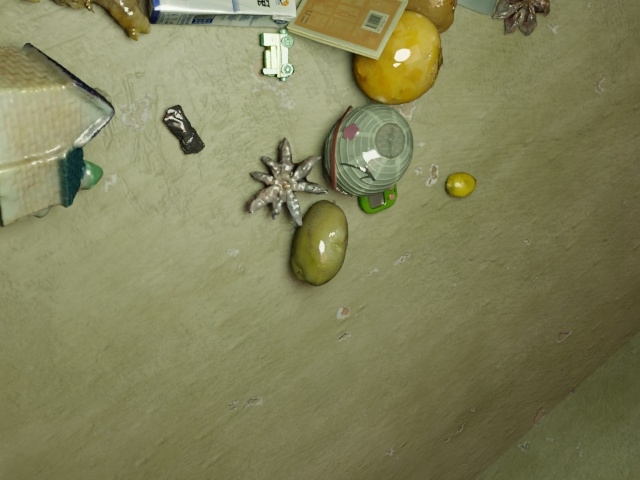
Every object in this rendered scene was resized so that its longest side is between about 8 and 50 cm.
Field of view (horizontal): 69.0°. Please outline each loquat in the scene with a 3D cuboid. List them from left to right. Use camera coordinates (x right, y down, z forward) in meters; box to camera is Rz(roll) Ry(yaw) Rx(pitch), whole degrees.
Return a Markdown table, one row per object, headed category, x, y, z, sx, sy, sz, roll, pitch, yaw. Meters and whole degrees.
| category | x | y | z | sx | sy | sz | roll | pitch | yaw |
| --- | --- | --- | --- | --- | --- | --- | --- | --- | --- |
| loquat | 0.198 | -0.467 | 1.192 | 0.235 | 0.235 | 0.234 | -9 | 112 | -24 |

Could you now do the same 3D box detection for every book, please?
| category | x | y | z | sx | sy | sz | roll | pitch | yaw |
| --- | --- | --- | --- | --- | --- | --- | --- | --- | --- |
| book | 0.062 | -0.533 | 1.104 | 0.170 | 0.242 | 0.018 | -63 | 165 | -9 |

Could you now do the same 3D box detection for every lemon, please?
| category | x | y | z | sx | sy | sz | roll | pitch | yaw |
| --- | --- | --- | --- | --- | --- | --- | --- | --- | --- |
| lemon | 0.450 | -0.180 | 1.508 | 0.111 | 0.082 | 0.082 | -8 | 111 | -20 |

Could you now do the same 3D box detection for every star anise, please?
| category | x | y | z | sx | sy | sz | roll | pitch | yaw |
| --- | --- | --- | --- | --- | --- | --- | --- | --- | --- |
| star anise | -0.092 | -0.144 | 1.228 | 0.236 | 0.093 | 0.229 | -26 | 99 | -3 |
| star anise | 0.624 | -0.720 | 1.404 | 0.197 | 0.073 | 0.212 | 10 | 106 | -27 |

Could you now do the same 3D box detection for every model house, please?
| category | x | y | z | sx | sy | sz | roll | pitch | yaw |
| --- | --- | --- | --- | --- | --- | --- | --- | --- | --- |
| model house | -0.562 | -0.213 | 0.920 | 0.284 | 0.243 | 0.298 | -28 | 149 | -44 |

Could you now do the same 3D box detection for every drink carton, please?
| category | x | y | z | sx | sy | sz | roll | pitch | yaw |
| --- | --- | --- | --- | --- | --- | --- | --- | --- | --- |
| drink carton | -0.216 | -0.547 | 1.018 | 0.315 | 0.107 | 0.130 | -11 | 104 | -24 |

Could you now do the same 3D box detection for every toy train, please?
| category | x | y | z | sx | sy | sz | roll | pitch | yaw |
| --- | --- | --- | --- | --- | --- | --- | --- | --- | --- |
| toy train | -0.107 | -0.456 | 1.146 | 0.081 | 0.050 | 0.122 | -6 | 111 | -20 |

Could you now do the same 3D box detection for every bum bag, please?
| category | x | y | z | sx | sy | sz | roll | pitch | yaw |
| --- | --- | --- | --- | --- | --- | --- | --- | --- | --- |
| bum bag | -0.326 | -0.261 | 1.113 | 0.058 | 0.034 | 0.124 | -45 | 123 | -22 |

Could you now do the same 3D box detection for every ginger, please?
| category | x | y | z | sx | sy | sz | roll | pitch | yaw |
| --- | --- | --- | --- | --- | --- | --- | --- | --- | --- |
| ginger | -0.488 | -0.522 | 0.910 | 0.333 | 0.080 | 0.166 | 18 | 87 | -34 |

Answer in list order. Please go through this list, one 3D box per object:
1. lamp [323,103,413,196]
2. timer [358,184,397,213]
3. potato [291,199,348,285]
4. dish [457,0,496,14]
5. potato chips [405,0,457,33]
| category | x | y | z | sx | sy | sz | roll | pitch | yaw |
| --- | --- | --- | --- | --- | --- | --- | --- | --- | --- |
| lamp | 0.122 | -0.234 | 1.241 | 0.233 | 0.233 | 0.265 | 28 | 71 | -32 |
| timer | 0.167 | -0.156 | 1.394 | 0.128 | 0.047 | 0.140 | -22 | 117 | -20 |
| potato | 0.000 | 0.000 | 1.296 | 0.159 | 0.174 | 0.251 | 26 | 79 | -40 |
| dish | 0.468 | -0.781 | 1.300 | 0.182 | 0.080 | 0.243 | 3 | 106 | -27 |
| potato chips | 0.271 | -0.646 | 1.259 | 0.208 | 0.062 | 0.195 | -34 | 114 | -11 |
